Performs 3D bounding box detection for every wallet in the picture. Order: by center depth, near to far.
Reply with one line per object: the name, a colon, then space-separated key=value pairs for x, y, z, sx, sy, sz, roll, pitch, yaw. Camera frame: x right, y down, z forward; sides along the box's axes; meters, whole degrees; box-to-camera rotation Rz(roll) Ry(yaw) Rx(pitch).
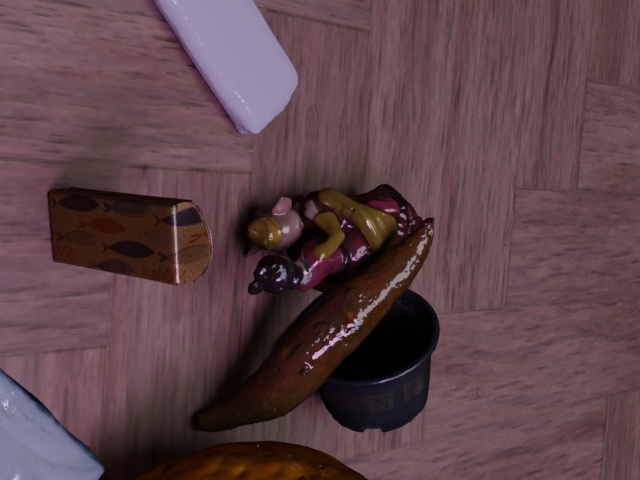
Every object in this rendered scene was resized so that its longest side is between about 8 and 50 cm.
wallet: x=-0.087 y=-0.192 z=1.012 sx=0.095 sy=0.033 sz=0.190 roll=-55 pitch=130 yaw=-24

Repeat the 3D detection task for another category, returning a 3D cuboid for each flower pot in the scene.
flower pot: x=0.056 y=0.136 z=1.142 sx=0.157 sy=0.157 sz=0.106 roll=-42 pitch=136 yaw=-35

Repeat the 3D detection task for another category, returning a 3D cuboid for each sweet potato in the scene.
sweet potato: x=0.007 y=0.094 z=1.041 sx=0.314 sy=0.072 sz=0.066 roll=-44 pitch=111 yaw=3

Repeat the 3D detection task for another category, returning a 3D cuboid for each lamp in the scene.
lamp: x=0.000 y=0.000 z=1.085 sx=0.253 sy=0.118 sz=0.118 roll=-10 pitch=103 yaw=-43

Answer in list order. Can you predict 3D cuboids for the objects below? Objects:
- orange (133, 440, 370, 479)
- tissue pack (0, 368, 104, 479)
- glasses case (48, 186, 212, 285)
orange: x=-0.060 y=0.348 z=0.919 sx=0.340 sy=0.341 sz=0.293 roll=-57 pitch=158 yaw=-24
tissue pack: x=-0.305 y=0.073 z=0.595 sx=0.103 sy=0.316 sz=0.228 roll=-59 pitch=140 yaw=-26
glasses case: x=-0.159 y=-0.007 z=0.861 sx=0.041 sy=0.170 sz=0.064 roll=-14 pitch=105 yaw=-45
